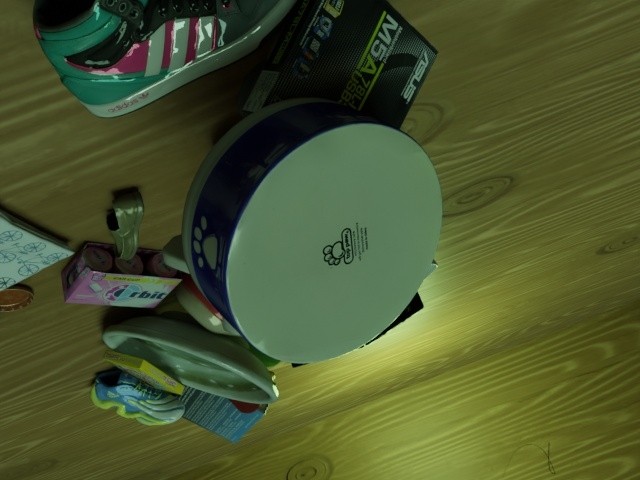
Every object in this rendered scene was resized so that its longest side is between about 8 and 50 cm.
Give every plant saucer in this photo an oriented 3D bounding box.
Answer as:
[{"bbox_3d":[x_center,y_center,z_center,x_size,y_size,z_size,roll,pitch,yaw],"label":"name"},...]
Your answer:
[{"bbox_3d":[-0.557,0.103,1.097,0.083,0.013,0.083,-15,152,-8],"label":"plant saucer"},{"bbox_3d":[-0.269,0.243,1.346,0.400,0.101,0.400,16,155,8],"label":"plant saucer"}]

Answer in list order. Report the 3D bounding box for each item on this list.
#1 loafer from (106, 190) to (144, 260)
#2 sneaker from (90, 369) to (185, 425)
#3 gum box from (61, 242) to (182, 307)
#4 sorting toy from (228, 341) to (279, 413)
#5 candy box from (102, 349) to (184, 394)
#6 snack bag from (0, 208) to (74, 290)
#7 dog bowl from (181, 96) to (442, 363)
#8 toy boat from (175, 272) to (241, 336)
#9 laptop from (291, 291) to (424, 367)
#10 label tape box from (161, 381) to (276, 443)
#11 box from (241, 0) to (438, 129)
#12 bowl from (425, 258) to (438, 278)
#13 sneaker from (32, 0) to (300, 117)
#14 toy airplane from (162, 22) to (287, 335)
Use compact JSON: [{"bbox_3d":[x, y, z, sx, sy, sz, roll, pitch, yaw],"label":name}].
[{"bbox_3d":[-0.321,-0.024,0.992,0.050,0.056,0.148,-3,138,-29],"label":"loafer"},{"bbox_3d":[-0.458,0.388,1.536,0.240,0.091,0.126,11,135,-4],"label":"sneaker"},{"bbox_3d":[-0.362,0.065,1.109,0.188,0.062,0.107,10,140,-45],"label":"gum box"},{"bbox_3d":[-0.111,0.249,1.493,0.126,0.127,0.366,-11,130,-56],"label":"sorting toy"},{"bbox_3d":[-0.406,0.309,1.427,0.105,0.027,0.206,7,153,21],"label":"candy box"},{"bbox_3d":[-0.599,0.019,0.894,0.323,0.037,0.342,-24,152,7],"label":"snack bag"},{"bbox_3d":[-0.003,-0.009,0.645,0.264,0.104,0.265,-16,120,-29],"label":"dog bowl"},{"bbox_3d":[-0.178,0.104,1.258,0.231,0.151,0.151,22,101,-53],"label":"toy boat"},{"bbox_3d":[0.037,0.095,1.251,0.136,0.234,0.264,8,142,-44],"label":"laptop"},{"bbox_3d":[-0.318,0.391,1.638,0.333,0.106,0.241,29,136,-8],"label":"label tape box"},{"bbox_3d":[0.029,-0.179,0.690,0.184,0.045,0.191,29,88,-38],"label":"box"},{"bbox_3d":[0.204,0.075,1.524,0.142,0.053,0.142,3,145,-36],"label":"bowl"},{"bbox_3d":[-0.163,-0.256,0.615,0.295,0.124,0.178,-30,154,4],"label":"sneaker"},{"bbox_3d":[-0.067,-0.059,0.861,0.386,0.272,0.384,-56,153,2],"label":"toy airplane"}]
